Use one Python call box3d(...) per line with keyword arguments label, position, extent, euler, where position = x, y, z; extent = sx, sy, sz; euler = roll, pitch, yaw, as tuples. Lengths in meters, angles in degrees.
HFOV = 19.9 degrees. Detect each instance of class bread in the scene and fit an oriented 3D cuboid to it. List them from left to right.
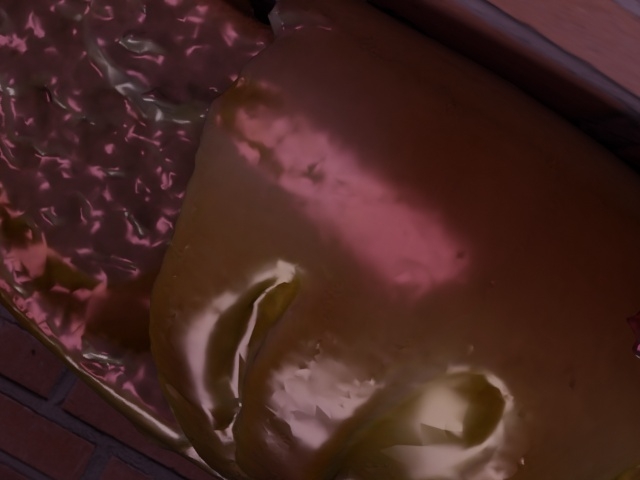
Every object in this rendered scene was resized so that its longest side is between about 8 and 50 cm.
box3d(label="bread", position=(0.007, 0.027, 0.700), extent=(0.333, 0.160, 0.333), euler=(30, 169, 7))

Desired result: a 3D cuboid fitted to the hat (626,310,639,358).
box3d(label="hat", position=(0.196, 0.065, 0.400), extent=(0.286, 0.107, 0.237), euler=(32, 163, 37))
